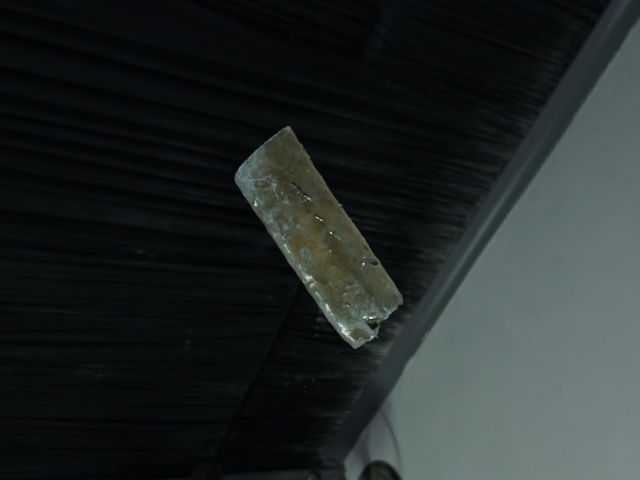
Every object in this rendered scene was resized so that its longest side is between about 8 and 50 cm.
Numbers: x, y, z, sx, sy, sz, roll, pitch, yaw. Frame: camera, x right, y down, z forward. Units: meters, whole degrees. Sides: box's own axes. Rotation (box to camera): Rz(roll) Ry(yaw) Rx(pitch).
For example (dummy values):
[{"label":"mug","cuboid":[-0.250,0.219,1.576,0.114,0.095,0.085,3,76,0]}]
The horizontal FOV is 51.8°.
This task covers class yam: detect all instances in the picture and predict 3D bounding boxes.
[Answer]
[{"label":"yam","cuboid":[0.000,0.000,0.769,0.259,0.093,0.093,56,145,0]}]
